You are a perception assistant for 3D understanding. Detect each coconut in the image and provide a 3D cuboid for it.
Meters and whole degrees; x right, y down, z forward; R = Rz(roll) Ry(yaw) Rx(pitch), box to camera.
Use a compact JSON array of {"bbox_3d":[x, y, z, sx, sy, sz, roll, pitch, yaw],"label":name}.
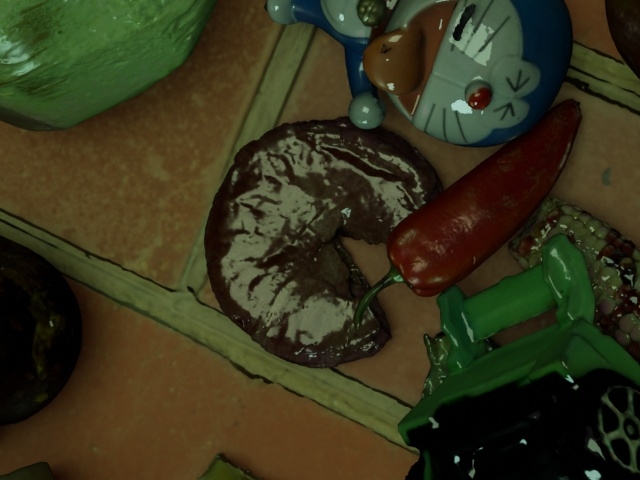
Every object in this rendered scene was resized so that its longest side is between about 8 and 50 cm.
[{"bbox_3d":[-0.252,-0.245,1.559,0.328,0.281,0.328,-1,128,-1],"label":"coconut"}]

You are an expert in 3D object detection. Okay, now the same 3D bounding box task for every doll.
[{"bbox_3d":[0.083,-0.186,1.534,0.257,0.161,0.215,29,110,18],"label":"doll"}]

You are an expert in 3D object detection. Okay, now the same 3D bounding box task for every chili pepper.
[{"bbox_3d":[0.126,-0.022,1.539,0.272,0.063,0.071,-41,72,-10],"label":"chili pepper"}]

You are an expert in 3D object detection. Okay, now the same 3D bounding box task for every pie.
[{"bbox_3d":[0.000,0.000,1.607,0.204,0.054,0.218,16,93,13],"label":"pie"}]

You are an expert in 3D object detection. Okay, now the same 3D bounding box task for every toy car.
[{"bbox_3d":[0.213,0.196,1.486,0.213,0.176,0.358,-31,101,43],"label":"toy car"}]

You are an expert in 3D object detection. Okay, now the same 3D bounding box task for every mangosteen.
[{"bbox_3d":[-0.306,0.100,1.626,0.192,0.192,0.217,20,118,13],"label":"mangosteen"}]

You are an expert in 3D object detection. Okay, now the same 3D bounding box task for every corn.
[{"bbox_3d":[0.276,0.066,1.522,0.280,0.092,0.092,39,98,13],"label":"corn"}]

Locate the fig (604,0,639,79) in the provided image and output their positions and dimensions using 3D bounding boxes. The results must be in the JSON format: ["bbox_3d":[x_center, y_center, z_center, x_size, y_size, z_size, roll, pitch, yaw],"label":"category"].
[{"bbox_3d":[0.347,-0.171,1.448,0.263,0.224,0.224,10,92,11],"label":"fig"}]

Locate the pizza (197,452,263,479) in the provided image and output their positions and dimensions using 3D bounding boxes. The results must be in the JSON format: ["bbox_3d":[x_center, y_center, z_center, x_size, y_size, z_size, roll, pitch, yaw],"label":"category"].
[{"bbox_3d":[-0.066,0.303,1.611,0.188,0.080,0.204,35,99,12],"label":"pizza"}]

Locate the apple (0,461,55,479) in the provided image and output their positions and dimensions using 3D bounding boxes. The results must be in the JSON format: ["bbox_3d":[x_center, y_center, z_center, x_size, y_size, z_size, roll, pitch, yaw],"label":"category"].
[{"bbox_3d":[-0.389,0.315,1.543,0.312,0.360,0.320,14,95,11],"label":"apple"}]

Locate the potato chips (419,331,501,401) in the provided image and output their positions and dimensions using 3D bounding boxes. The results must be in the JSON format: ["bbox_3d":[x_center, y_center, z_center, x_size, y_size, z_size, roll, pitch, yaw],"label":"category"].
[{"bbox_3d":[0.132,0.176,1.588,0.092,0.028,0.207,-6,87,15],"label":"potato chips"}]
